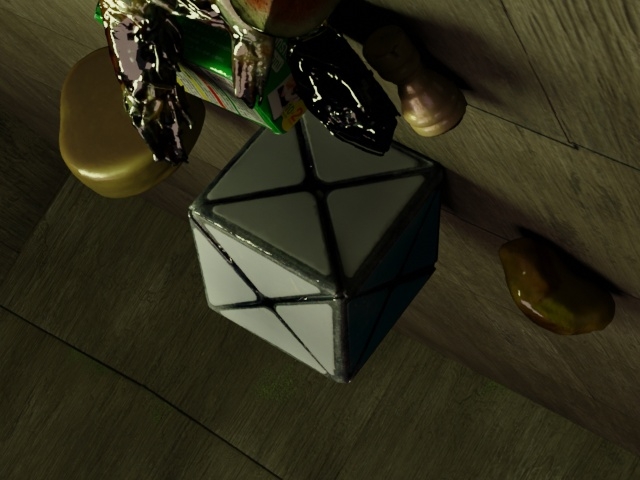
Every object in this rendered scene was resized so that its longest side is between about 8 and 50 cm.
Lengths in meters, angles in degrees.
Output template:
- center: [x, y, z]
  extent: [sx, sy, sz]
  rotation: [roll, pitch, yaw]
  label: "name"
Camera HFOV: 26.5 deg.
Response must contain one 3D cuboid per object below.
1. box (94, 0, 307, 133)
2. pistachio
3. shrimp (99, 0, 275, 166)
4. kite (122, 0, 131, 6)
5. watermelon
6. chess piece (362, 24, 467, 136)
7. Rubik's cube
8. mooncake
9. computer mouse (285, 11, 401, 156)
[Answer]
- center: [-0.135, -0.237, 1.643]
  extent: [0.250, 0.103, 0.180]
  rotation: [26, 170, 25]
  label: "box"
- center: [0.311, 0.071, 1.857]
  extent: [0.189, 0.100, 0.110]
  rotation: [31, 165, -16]
  label: "pistachio"
- center: [-0.145, -0.209, 1.483]
  extent: [0.233, 0.071, 0.365]
  rotation: [23, 137, 24]
  label: "shrimp"
- center: [-0.269, -0.364, 1.454]
  extent: [0.310, 0.015, 0.169]
  rotation: [34, 138, 51]
  label: "kite"
- center: [-0.045, -0.265, 1.303]
  extent: [0.135, 0.125, 0.094]
  rotation: [48, 144, 9]
  label: "watermelon"
- center: [0.095, -0.166, 1.387]
  extent: [0.066, 0.066, 0.122]
  rotation: [23, 163, 46]
  label: "chess piece"
- center: [0.000, 0.000, 1.846]
  extent: [0.254, 0.259, 0.260]
  rotation: [27, 154, 21]
  label: "Rubik's cube"
- center: [-0.292, -0.189, 2.126]
  extent: [0.234, 0.235, 0.117]
  rotation: [28, 168, 22]
  label: "mooncake"
- center: [0.016, -0.159, 1.382]
  extent: [0.146, 0.077, 0.242]
  rotation: [51, -175, -29]
  label: "computer mouse"
